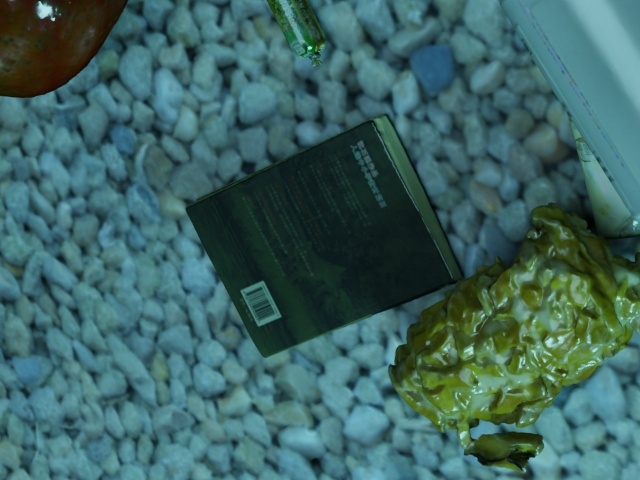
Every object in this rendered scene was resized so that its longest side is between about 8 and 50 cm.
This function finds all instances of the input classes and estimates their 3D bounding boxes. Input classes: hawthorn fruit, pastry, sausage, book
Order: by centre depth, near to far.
[{"bbox_3d":[0.163,0.087,1.597,0.154,0.102,0.250,47,127,6],"label":"pastry"},{"bbox_3d":[-0.062,-0.268,1.658,0.033,0.033,0.269,-27,91,35],"label":"sausage"},{"bbox_3d":[-0.279,-0.220,1.709,0.215,0.215,0.250,44,122,12],"label":"hawthorn fruit"},{"bbox_3d":[0.000,0.000,1.718,0.228,0.024,0.160,-24,94,35],"label":"book"}]

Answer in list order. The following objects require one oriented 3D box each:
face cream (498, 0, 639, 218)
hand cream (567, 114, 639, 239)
[{"bbox_3d":[0.196,-0.207,1.449,0.145,0.145,0.370,-33,89,35],"label":"face cream"},{"bbox_3d":[0.224,-0.067,1.550,0.061,0.039,0.143,-9,107,34],"label":"hand cream"}]
